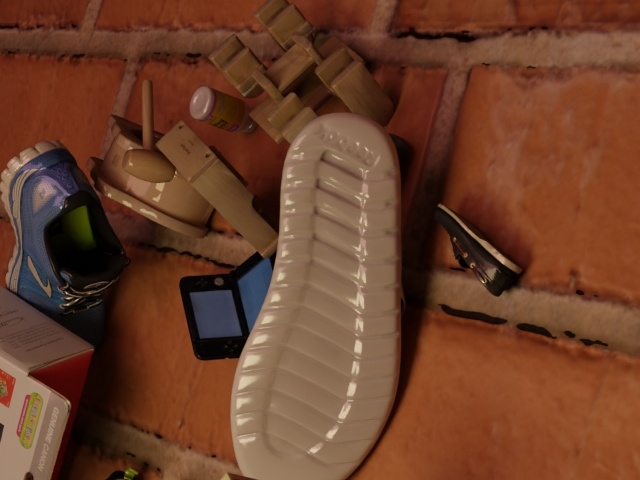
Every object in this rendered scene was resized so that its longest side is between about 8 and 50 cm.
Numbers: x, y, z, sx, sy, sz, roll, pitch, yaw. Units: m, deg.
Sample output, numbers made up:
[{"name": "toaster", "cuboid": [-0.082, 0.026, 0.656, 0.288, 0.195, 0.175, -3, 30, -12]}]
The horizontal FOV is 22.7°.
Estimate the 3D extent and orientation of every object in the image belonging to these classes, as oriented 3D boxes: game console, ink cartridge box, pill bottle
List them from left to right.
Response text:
[{"name": "ink cartridge box", "cuboid": [-0.408, 0.248, 2.021, 0.272, 0.130, 0.309, 30, 116, 24]}, {"name": "pill bottle", "cuboid": [-0.118, -0.160, 1.981, 0.043, 0.083, 0.043, -23, 59, 44]}, {"name": "game console", "cuboid": [-0.102, 0.071, 1.881, 0.071, 0.107, 0.122, 107, 154, -48]}]

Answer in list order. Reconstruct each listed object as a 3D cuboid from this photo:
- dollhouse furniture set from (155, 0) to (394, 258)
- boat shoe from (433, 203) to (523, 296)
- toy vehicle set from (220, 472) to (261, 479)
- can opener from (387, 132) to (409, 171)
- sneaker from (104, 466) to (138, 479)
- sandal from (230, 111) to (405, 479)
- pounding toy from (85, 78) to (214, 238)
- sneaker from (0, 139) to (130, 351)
[{"name": "dollhouse furniture set", "cuboid": [-0.042, -0.128, 1.871, 0.242, 0.161, 0.212, -43, 42, 0]}, {"name": "boat shoe", "cuboid": [0.151, 0.007, 1.615, 0.042, 0.049, 0.133, -52, 46, 11]}, {"name": "toy vehicle set", "cuboid": [0.036, 0.304, 1.457, 0.035, 0.267, 0.166, -55, 40, 18]}, {"name": "can opener", "cuboid": [0.000, 0.000, 1.780, 0.095, 0.076, 0.283, 31, 98, 55]}, {"name": "sneaker", "cuboid": [-0.285, 0.375, 1.991, 0.235, 0.084, 0.097, -50, 14, 26]}, {"name": "sandal", "cuboid": [0.015, 0.073, 1.693, 0.102, 0.169, 0.416, -37, -40, -80]}, {"name": "pounding toy", "cuboid": [-0.189, -0.107, 2.010, 0.155, 0.154, 0.269, -63, 19, 8]}, {"name": "sneaker", "cuboid": [-0.321, 0.039, 2.021, 0.147, 0.130, 0.330, 44, 150, 37]}]
